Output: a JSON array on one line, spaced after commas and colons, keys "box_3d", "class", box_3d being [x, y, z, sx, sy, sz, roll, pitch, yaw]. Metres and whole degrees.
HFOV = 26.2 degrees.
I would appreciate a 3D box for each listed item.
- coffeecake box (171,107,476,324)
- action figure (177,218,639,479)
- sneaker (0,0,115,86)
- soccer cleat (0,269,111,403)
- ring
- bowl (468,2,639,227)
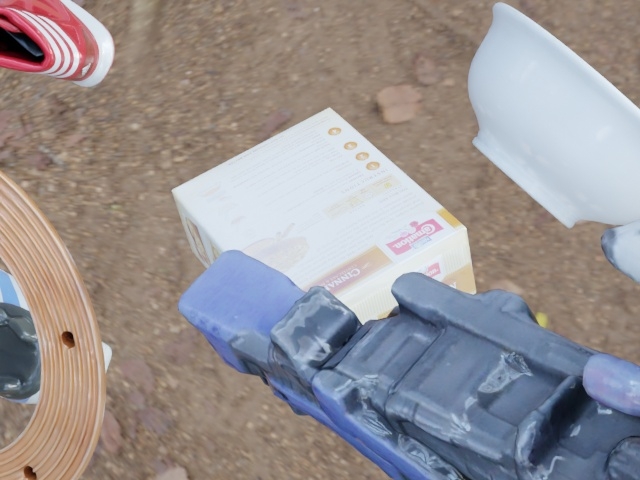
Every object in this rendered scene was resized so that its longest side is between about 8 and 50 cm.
[{"box_3d": [0.000, 0.000, 0.993, 0.142, 0.185, 0.068, -29, 133, -15], "class": "coffeecake box"}, {"box_3d": [0.138, 0.051, 0.391, 0.178, 0.341, 0.330, -54, 147, -13], "class": "action figure"}, {"box_3d": [-0.303, -0.226, 1.288, 0.221, 0.128, 0.087, 34, 105, 22], "class": "sneaker"}, {"box_3d": [-0.349, 0.072, 1.354, 0.143, 0.331, 0.116, 14, 101, -60], "class": "soccer cleat"}, {"box_3d": [-0.306, 0.072, 1.131, 0.032, 0.336, 0.337, -30, 105, -56], "class": "ring"}, {"box_3d": [0.257, -0.108, 1.467, 0.298, 0.298, 0.134, 38, 98, -17], "class": "bowl"}]
